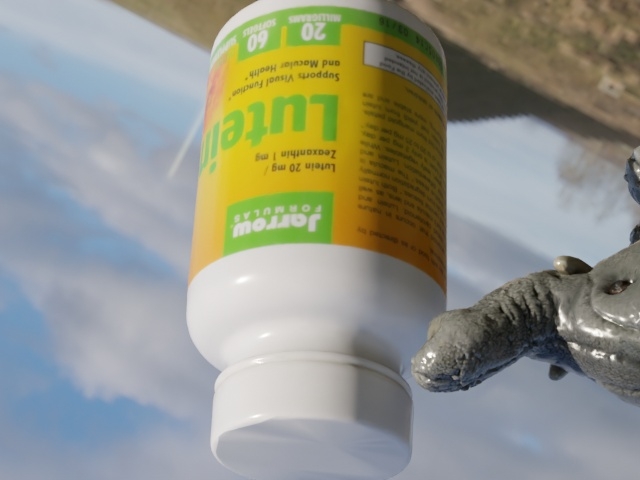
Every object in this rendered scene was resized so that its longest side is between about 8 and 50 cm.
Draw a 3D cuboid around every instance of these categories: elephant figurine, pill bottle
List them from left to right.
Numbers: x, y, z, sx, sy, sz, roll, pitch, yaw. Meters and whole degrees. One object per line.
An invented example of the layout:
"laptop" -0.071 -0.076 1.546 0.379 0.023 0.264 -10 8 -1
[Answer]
"pill bottle" 0.000 0.000 0.786 0.136 0.245 0.136 2 151 1
"elephant figurine" 0.195 0.037 0.734 0.169 0.186 0.239 54 -143 -4
